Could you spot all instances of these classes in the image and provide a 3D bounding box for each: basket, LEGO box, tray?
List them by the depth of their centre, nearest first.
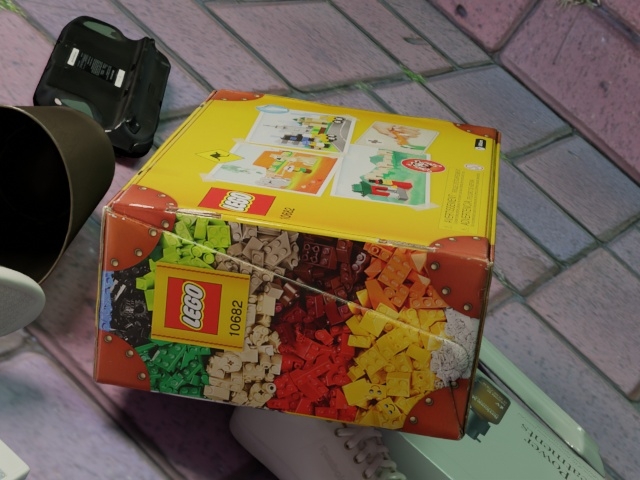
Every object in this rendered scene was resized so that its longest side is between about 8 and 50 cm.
[{"bbox_3d":[-0.309,-0.065,1.504,0.154,0.204,0.227,11,17,4],"label":"basket"},{"bbox_3d":[0.000,0.000,1.550,0.372,0.193,0.500,9,20,6],"label":"LEGO box"},{"bbox_3d":[0.277,0.204,1.873,0.270,0.030,0.145,44,0,33],"label":"tray"}]

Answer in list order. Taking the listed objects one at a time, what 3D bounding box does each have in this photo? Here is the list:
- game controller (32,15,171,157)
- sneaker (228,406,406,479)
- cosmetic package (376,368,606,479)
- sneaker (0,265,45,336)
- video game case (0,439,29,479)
[{"bbox_3d":[-0.295,-0.216,1.927,0.166,0.067,0.319,17,28,-9],"label":"game controller"},{"bbox_3d":[0.028,0.220,1.443,0.290,0.123,0.106,35,24,26],"label":"sneaker"},{"bbox_3d":[0.165,0.256,1.654,0.377,0.097,0.284,41,25,6],"label":"cosmetic package"},{"bbox_3d":[-0.396,0.012,1.271,0.295,0.104,0.147,6,39,-38],"label":"sneaker"},{"bbox_3d":[-0.381,0.169,1.171,0.206,0.026,0.227,41,25,9],"label":"video game case"}]
